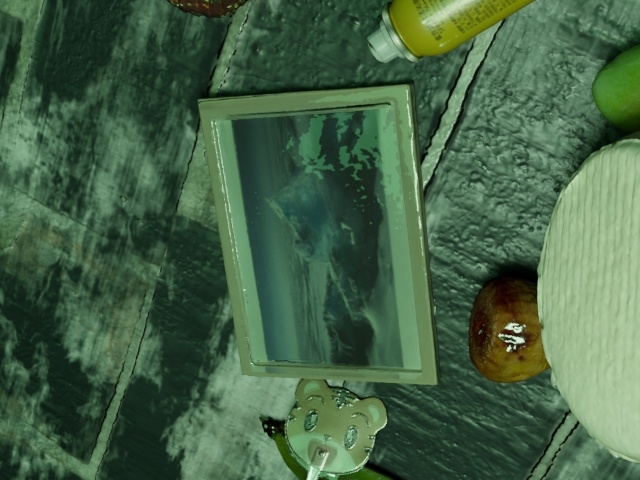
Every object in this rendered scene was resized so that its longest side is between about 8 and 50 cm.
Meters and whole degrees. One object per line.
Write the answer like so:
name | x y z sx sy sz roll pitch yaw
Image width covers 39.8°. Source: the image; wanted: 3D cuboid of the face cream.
face cream | 0.207 -0.316 1.052 0.349 0.105 0.105 -28 96 28

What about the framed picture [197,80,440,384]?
framed picture | 0.000 0.000 1.293 0.326 0.028 0.446 -1 107 23

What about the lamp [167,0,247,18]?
lamp | -0.153 -0.400 1.105 0.247 0.247 0.246 7 111 21

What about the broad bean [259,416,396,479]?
broad bean | 0.038 0.374 1.387 0.339 0.061 0.077 26 104 12

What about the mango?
mango | 0.438 -0.183 0.994 0.251 0.114 0.156 -21 110 27

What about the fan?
fan | 0.002 0.330 1.361 0.153 0.008 0.226 21 87 14

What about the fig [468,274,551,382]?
fig | 0.302 0.123 1.169 0.201 0.133 0.146 7 140 1

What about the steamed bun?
steamed bun | 0.415 0.059 0.965 0.242 0.374 0.374 -2 111 -15
